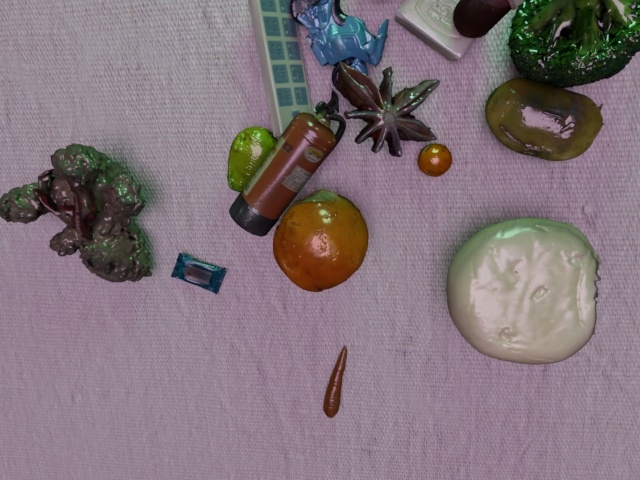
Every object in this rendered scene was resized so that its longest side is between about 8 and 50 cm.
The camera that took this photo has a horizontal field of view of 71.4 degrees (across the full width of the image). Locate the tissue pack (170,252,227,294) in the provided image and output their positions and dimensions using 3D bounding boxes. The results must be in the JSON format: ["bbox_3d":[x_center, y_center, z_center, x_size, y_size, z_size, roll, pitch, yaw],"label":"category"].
[{"bbox_3d":[-0.338,0.090,1.240,0.138,0.028,0.085,23,108,-4],"label":"tissue pack"}]

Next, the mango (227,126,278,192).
[{"bbox_3d":[-0.173,-0.200,1.115,0.119,0.100,0.178,27,111,-11],"label":"mango"}]

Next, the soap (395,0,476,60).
[{"bbox_3d":[0.275,-0.506,1.011,0.183,0.064,0.121,35,102,-3],"label":"soap"}]

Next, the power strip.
[{"bbox_3d":[-0.089,-0.411,1.057,0.043,0.106,0.367,6,110,52],"label":"power strip"}]

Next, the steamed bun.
[{"bbox_3d":[0.452,0.109,1.048,0.312,0.233,0.333,8,95,7],"label":"steamed bun"}]

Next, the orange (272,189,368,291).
[{"bbox_3d":[0.000,0.000,1.072,0.240,0.240,0.240,1,103,6],"label":"orange"}]

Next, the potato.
[{"bbox_3d":[0.492,-0.270,0.998,0.248,0.143,0.169,26,82,5],"label":"potato"}]

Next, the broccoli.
[{"bbox_3d":[0.519,-0.458,0.883,0.298,0.297,0.297,-13,136,9],"label":"broccoli"}]

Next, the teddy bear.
[{"bbox_3d":[-0.581,-0.037,1.150,0.357,0.224,0.367,-22,102,25],"label":"teddy bear"}]

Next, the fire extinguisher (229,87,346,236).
[{"bbox_3d":[-0.061,-0.190,1.057,0.113,0.200,0.376,38,110,-5],"label":"fire extinguisher"}]

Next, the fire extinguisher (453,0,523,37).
[{"bbox_3d":[0.323,-0.462,0.845,0.105,0.269,0.104,1,101,4],"label":"fire extinguisher"}]

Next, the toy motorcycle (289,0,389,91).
[{"bbox_3d":[0.051,-0.487,1.012,0.182,0.123,0.272,-29,103,25],"label":"toy motorcycle"}]

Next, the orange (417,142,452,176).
[{"bbox_3d":[0.276,-0.193,1.073,0.084,0.083,0.083,1,103,6],"label":"orange"}]

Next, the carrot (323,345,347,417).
[{"bbox_3d":[0.045,0.399,1.260,0.048,0.048,0.216,12,99,4],"label":"carrot"}]

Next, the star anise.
[{"bbox_3d":[0.158,-0.294,1.027,0.258,0.110,0.198,0,100,-17],"label":"star anise"}]
